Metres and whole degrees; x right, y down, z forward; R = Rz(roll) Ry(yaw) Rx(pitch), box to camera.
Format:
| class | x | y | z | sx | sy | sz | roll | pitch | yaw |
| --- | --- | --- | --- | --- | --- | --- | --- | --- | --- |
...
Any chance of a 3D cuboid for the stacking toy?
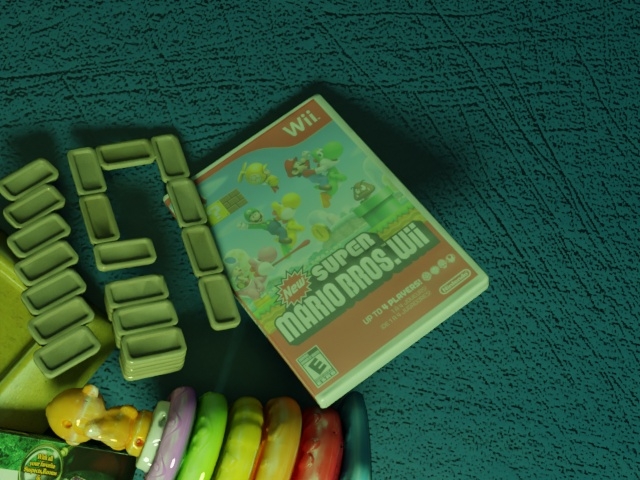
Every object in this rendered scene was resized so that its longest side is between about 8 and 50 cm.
| class | x | y | z | sx | sy | sz | roll | pitch | yaw |
| --- | --- | --- | --- | --- | --- | --- | --- | --- | --- |
| stacking toy | -0.111 | 0.201 | 1.016 | 0.301 | 0.166 | 0.175 | 19 | 112 | -10 |

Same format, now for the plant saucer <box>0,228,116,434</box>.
| class | x | y | z | sx | sy | sz | roll | pitch | yaw |
| --- | --- | --- | --- | --- | --- | --- | --- | --- | --- |
| plant saucer | -0.395 | 0.087 | 0.985 | 0.332 | 0.081 | 0.333 | 39 | 58 | -4 |

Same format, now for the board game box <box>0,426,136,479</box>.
| class | x | y | z | sx | sy | sz | roll | pitch | yaw |
| --- | --- | --- | --- | --- | --- | --- | --- | --- | --- |
| board game box | -0.275 | 0.242 | 0.985 | 0.030 | 0.259 | 0.136 | 14 | 81 | 35 |

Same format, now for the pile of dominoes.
| class | x | y | z | sx | sy | sz | roll | pitch | yaw |
| --- | --- | --- | --- | --- | --- | --- | --- | --- | --- |
| pile of dominoes | -0.202 | 0.016 | 1.057 | 0.195 | 0.040 | 0.251 | -10 | 60 | -21 |

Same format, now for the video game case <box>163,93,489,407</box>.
| class | x | y | z | sx | sy | sz | roll | pitch | yaw |
| --- | --- | --- | --- | --- | --- | --- | --- | --- | --- |
| video game case | 0.000 | 0.000 | 1.080 | 0.204 | 0.025 | 0.285 | -35 | 63 | -10 |
